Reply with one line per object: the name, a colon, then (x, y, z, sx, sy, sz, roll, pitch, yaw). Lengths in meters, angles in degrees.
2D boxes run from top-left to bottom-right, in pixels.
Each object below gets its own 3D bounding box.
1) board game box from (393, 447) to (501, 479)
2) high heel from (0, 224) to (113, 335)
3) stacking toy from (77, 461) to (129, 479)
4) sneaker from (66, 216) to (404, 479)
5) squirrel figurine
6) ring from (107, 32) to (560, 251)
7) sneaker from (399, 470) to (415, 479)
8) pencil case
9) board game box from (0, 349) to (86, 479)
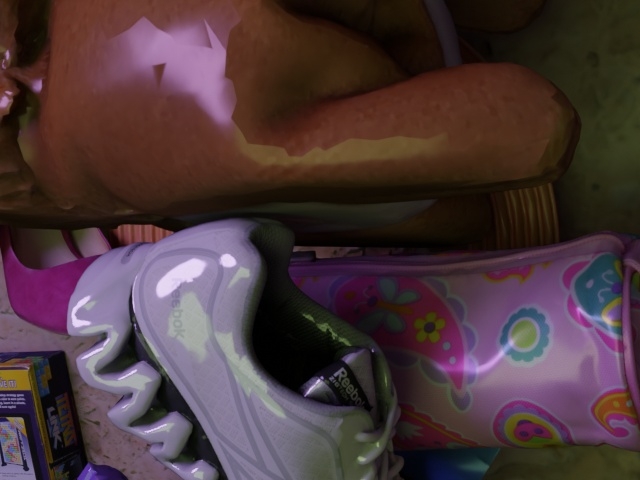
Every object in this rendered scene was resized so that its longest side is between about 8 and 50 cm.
board game box: (0.059, 0.100, 0.774, 0.133, 0.033, 0.168, 35, 105, 23)
high heel: (-0.188, -0.019, 0.866, 0.244, 0.082, 0.117, -139, 44, -60)
stacking toy: (-0.132, 0.209, 0.878, 0.167, 0.052, 0.221, -53, 41, 9)
sneaker: (-0.003, 0.116, 0.616, 0.118, 0.110, 0.292, -25, 108, 27)
squirrel figurine: (-0.062, -0.191, 0.648, 0.397, 0.281, 0.370, 0, 84, 6)
ring: (0.000, 0.000, 0.826, 0.337, 0.032, 0.336, 3, 97, 26)
sneaker: (0.015, 0.158, 0.752, 0.170, 0.051, 0.089, 33, 104, 19)
pencil case: (0.053, 0.057, 0.690, 0.284, 0.124, 0.124, -2, 102, 28)
board game box: (-0.281, 0.167, 1.033, 0.170, 0.048, 0.141, -4, 99, 29)
